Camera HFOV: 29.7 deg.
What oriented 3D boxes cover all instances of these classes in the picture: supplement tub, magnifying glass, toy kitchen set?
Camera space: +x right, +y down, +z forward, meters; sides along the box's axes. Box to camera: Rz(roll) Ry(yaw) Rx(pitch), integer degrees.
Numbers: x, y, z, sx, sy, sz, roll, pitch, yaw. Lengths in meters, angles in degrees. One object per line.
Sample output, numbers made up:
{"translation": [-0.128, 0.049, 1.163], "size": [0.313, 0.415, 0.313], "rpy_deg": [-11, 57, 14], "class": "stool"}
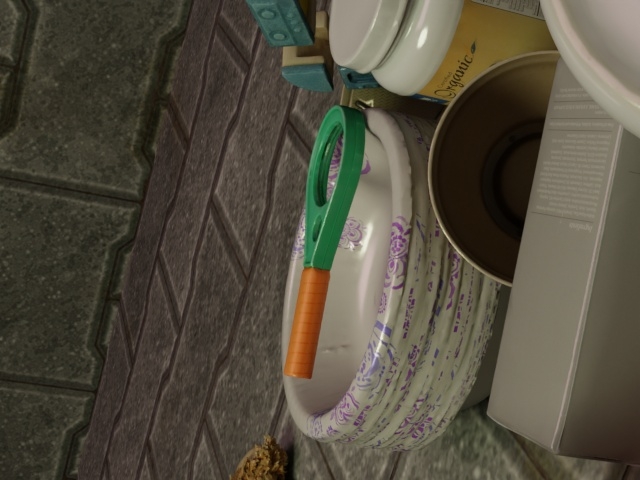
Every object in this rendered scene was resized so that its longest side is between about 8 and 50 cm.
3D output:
{"translation": [0.121, -0.172, 0.928], "size": [0.144, 0.200, 0.144], "rpy_deg": [-170, 90, -72], "class": "supplement tub"}
{"translation": [0.000, 0.000, 1.009], "size": [0.092, 0.026, 0.231], "rpy_deg": [173, 106, -72], "class": "magnifying glass"}
{"translation": [0.056, -0.173, 1.026], "size": [0.166, 0.207, 0.122], "rpy_deg": [59, -149, -65], "class": "toy kitchen set"}

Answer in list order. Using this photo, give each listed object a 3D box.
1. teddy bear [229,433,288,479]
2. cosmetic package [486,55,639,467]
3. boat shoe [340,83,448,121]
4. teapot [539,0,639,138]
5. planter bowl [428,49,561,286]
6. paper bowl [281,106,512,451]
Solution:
{"translation": [-0.076, 0.390, 1.399], "size": [0.338, 0.113, 0.245], "rpy_deg": [-101, 34, -64], "class": "teddy bear"}
{"translation": [0.195, 0.012, 0.729], "size": [0.107, 0.127, 0.238], "rpy_deg": [-153, 76, -71], "class": "cosmetic package"}
{"translation": [0.099, -0.203, 1.176], "size": [0.103, 0.113, 0.302], "rpy_deg": [20, -91, -86], "class": "boat shoe"}
{"translation": [0.242, -0.141, 0.596], "size": [0.256, 0.187, 0.252], "rpy_deg": [-51, 61, 23], "class": "teapot"}
{"translation": [0.160, -0.043, 0.851], "size": [0.109, 0.162, 0.162], "rpy_deg": [17, -98, -81], "class": "planter bowl"}
{"translation": [0.076, 0.038, 1.030], "size": [0.284, 0.148, 0.284], "rpy_deg": [-170, 90, -72], "class": "paper bowl"}
